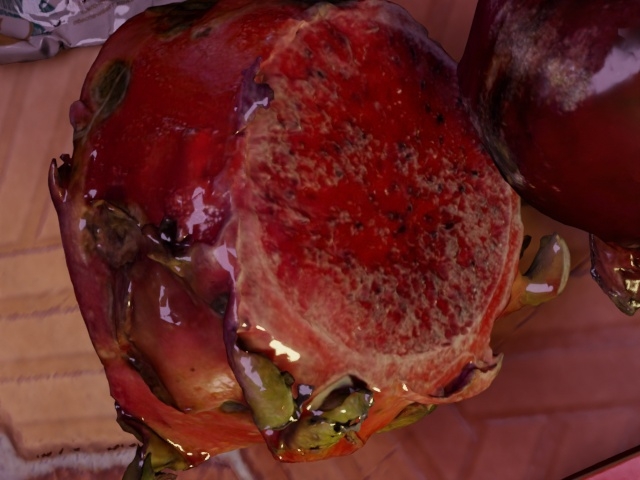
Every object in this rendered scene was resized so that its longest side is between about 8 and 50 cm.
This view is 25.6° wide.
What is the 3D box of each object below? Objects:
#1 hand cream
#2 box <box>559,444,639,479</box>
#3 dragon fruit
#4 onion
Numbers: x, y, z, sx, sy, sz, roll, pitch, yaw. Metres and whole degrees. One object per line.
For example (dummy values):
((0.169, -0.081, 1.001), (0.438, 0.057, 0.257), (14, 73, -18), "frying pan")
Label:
((-0.123, -0.145, 0.767), (0.257, 0.050, 0.084), (-18, 84, 20), "hand cream")
((0.168, 0.175, 0.619), (0.112, 0.048, 0.175), (-28, 78, 23), "box")
((0.000, 0.000, 0.610), (0.147, 0.211, 0.282), (-9, 57, 37), "dragon fruit")
((0.131, -0.063, 0.593), (0.135, 0.173, 0.198), (54, 148, 32), "onion")
